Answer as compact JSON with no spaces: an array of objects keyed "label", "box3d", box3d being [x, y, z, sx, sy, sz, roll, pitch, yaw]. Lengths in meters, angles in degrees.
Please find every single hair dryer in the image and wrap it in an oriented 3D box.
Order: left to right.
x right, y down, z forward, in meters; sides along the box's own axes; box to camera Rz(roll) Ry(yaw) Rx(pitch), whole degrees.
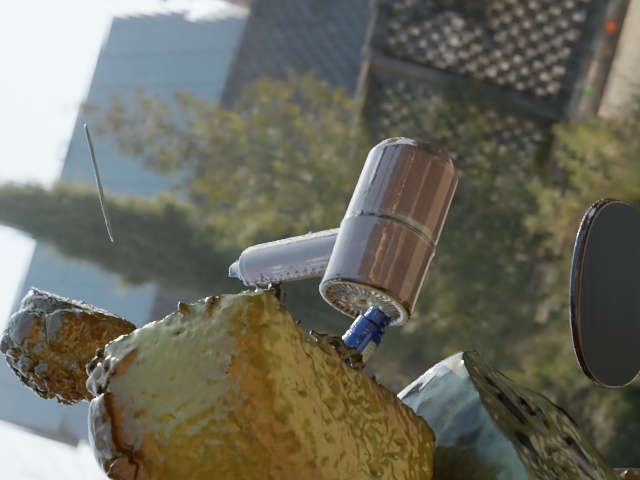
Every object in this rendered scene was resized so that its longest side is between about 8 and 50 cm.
[{"label":"hair dryer","box3d":[0.000,0.000,1.816,0.344,0.106,0.189,-10,53,50]}]

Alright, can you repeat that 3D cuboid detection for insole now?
[{"label":"insole","box3d":[-0.337,-0.089,2.446,0.065,0.004,0.197,86,170,-69]}]

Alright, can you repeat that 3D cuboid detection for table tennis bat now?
[{"label":"table tennis bat","box3d":[0.262,0.046,1.346,0.274,0.021,0.154,8,-96,-59]}]

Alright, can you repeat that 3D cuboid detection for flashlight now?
[{"label":"flashlight","box3d":[0.015,0.106,1.285,0.121,0.057,0.035,-50,38,-6]}]

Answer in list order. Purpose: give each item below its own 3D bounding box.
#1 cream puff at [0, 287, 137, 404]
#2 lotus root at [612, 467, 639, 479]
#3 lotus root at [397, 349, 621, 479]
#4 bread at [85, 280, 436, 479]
[{"label":"cream puff","box3d":[-0.251,0.110,1.596,0.103,0.144,0.126,-68,-23,-6]},{"label":"lotus root","box3d":[0.379,0.351,1.827,0.193,0.290,0.193,-171,90,-85]},{"label":"lotus root","box3d":[0.080,0.279,1.260,0.346,0.250,0.250,-46,1,9]},{"label":"bread","box3d":[-0.033,0.155,1.066,0.260,0.160,0.147,46,-153,-44]}]
